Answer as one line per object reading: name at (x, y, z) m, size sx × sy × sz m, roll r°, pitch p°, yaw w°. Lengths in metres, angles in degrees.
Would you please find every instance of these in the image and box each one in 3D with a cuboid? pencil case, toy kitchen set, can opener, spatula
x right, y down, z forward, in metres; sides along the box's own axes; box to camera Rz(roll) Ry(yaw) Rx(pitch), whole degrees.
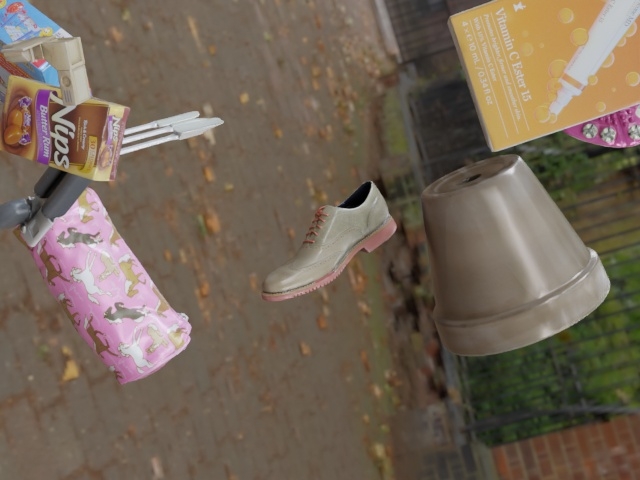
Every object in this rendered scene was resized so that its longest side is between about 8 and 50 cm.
pencil case at (-0.405, 0.077, 2.102) m, size 0.386 × 0.160 × 0.167 m, roll 54°, pitch 32°, yaw -2°
toy kitchen set at (-0.319, -0.188, 1.277) m, size 0.068 × 0.083 × 0.075 m, roll -47°, pitch 134°, yaw -60°
can opener at (-0.451, -0.069, 1.843) m, size 0.093 × 0.280 × 0.074 m, roll -14°, pitch 74°, yaw -44°
spatula at (-0.299, -0.181, 1.919) m, size 0.168 × 0.242 × 0.019 m, roll -145°, pitch -138°, yaw -60°

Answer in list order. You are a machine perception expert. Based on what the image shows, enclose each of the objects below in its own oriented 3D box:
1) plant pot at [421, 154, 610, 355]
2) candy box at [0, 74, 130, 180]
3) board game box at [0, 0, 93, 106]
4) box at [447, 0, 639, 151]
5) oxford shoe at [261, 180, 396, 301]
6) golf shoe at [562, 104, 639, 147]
plant pot at (0.319, 0.008, 2.016) m, size 0.323 × 0.323 × 0.280 m, roll -70°, pitch 138°, yaw -75°
candy box at (-0.365, -0.159, 1.587) m, size 0.053 × 0.187 × 0.109 m, roll -4°, pitch 110°, yaw -65°
board game box at (-0.551, -0.330, 2.044) m, size 0.308 × 0.086 × 0.302 m, roll 38°, pitch -22°, yaw 15°
box at (0.388, -0.291, 1.703) m, size 0.168 × 0.345 × 0.215 m, roll -55°, pitch 125°, yaw -80°
oxford shoe at (0.000, 0.000, 2.253) m, size 0.348 × 0.123 × 0.130 m, roll -37°, pitch 116°, yaw -34°
golf shoe at (0.564, -0.226, 2.023) m, size 0.140 × 0.306 × 0.115 m, roll -171°, pitch -105°, yaw -82°
